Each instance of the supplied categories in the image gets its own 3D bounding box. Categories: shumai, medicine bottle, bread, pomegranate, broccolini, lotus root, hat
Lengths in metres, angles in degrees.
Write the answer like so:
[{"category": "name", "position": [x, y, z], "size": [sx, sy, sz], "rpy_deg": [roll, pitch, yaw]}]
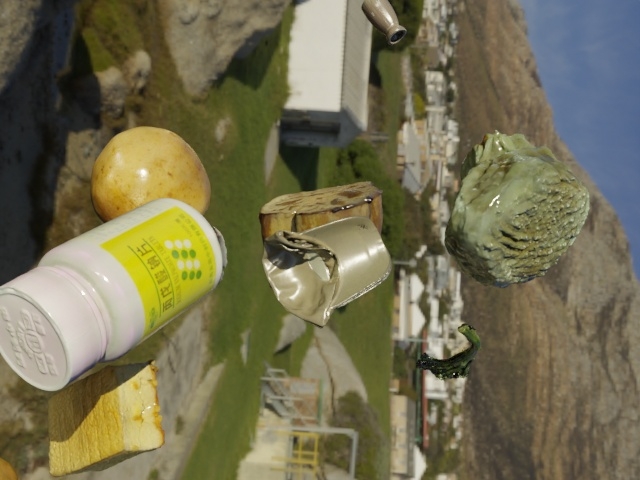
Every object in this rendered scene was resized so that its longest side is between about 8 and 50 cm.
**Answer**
[{"category": "shumai", "position": [0.275, -0.052, 1.139], "size": [0.222, 0.260, 0.225], "rpy_deg": [34, -44, 42]}, {"category": "medicine bottle", "position": [-0.354, 0.080, 1.212], "size": [0.378, 0.213, 0.214], "rpy_deg": [-38, 138, -52]}, {"category": "bread", "position": [-0.438, 0.363, 1.416], "size": [0.114, 0.274, 0.185], "rpy_deg": [16, 54, -49]}, {"category": "pomegranate", "position": [-0.410, -0.124, 1.681], "size": [0.307, 0.307, 0.308], "rpy_deg": [4, 90, -89]}, {"category": "broccolini", "position": [0.257, 0.222, 1.421], "size": [0.271, 0.123, 0.062], "rpy_deg": [83, -4, -61]}, {"category": "lotus root", "position": [0.000, 0.000, 1.640], "size": [0.316, 0.316, 0.250], "rpy_deg": [-78, 165, -81]}, {"category": "hat", "position": [0.014, 0.040, 1.011], "size": [0.085, 0.175, 0.147], "rpy_deg": [152, -82, -75]}]

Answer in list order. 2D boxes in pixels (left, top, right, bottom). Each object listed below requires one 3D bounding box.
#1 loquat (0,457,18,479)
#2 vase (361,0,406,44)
[{"category": "loquat", "position": [-0.630, 0.460, 1.219], "size": [0.234, 0.187, 0.176], "rpy_deg": [-1, 54, -54]}, {"category": "vase", "position": [0.128, -0.442, 1.403], "size": [0.101, 0.053, 0.053], "rpy_deg": [59, -11, 18]}]
